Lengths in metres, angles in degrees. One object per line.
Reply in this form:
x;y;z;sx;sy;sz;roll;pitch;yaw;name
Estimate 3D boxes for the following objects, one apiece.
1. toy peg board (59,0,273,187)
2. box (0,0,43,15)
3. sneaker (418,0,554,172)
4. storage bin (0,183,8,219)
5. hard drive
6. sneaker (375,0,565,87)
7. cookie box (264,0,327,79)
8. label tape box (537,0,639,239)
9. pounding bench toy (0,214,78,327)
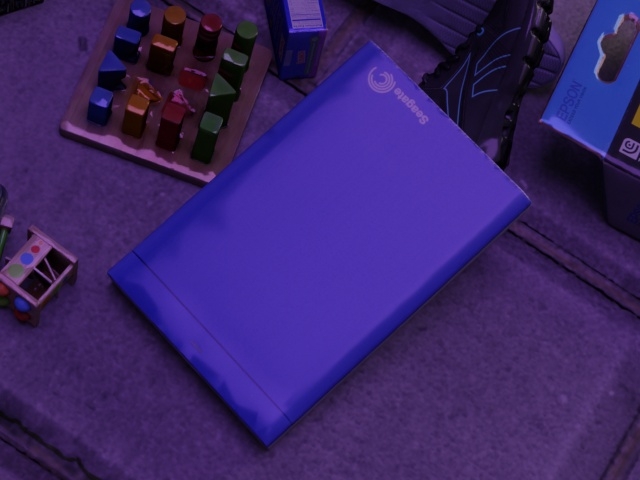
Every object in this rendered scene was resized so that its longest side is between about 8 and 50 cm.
-0.138;-0.154;1.459;0.161;0.079;0.161;20;63;-3;toy peg board
-0.291;-0.242;1.463;0.067;0.083;0.018;-22;73;-20;box
0.144;-0.148;1.466;0.106;0.101;0.267;19;92;14;sneaker
-0.352;-0.039;1.333;0.135;0.091;0.098;9;63;14;storage bin
0.000;0.000;1.392;0.319;0.040;0.210;-42;79;-9;hard drive
0.136;-0.249;1.555;0.258;0.094;0.091;33;42;-6;sneaker
-0.026;-0.223;1.507;0.040;0.092;0.107;-6;68;-11;cookie box
0.387;-0.104;1.532;0.334;0.106;0.240;28;64;2;label tape box
-0.264;0.025;1.364;0.083;0.052;0.065;36;64;6;pounding bench toy
